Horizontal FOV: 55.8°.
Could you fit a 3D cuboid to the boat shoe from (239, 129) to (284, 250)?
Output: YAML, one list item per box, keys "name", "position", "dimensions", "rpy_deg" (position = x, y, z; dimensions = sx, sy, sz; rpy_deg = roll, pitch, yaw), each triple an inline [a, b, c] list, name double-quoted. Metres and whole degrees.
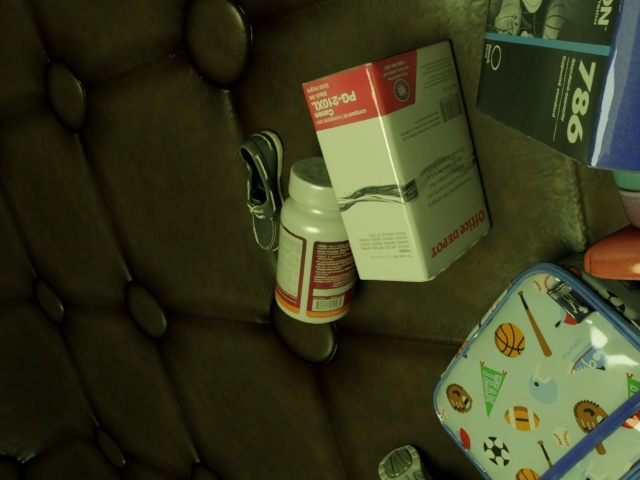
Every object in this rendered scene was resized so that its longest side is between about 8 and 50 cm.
- name: "boat shoe"
  position: [-0.099, -0.069, 0.960]
  dimensions: [0.075, 0.065, 0.206]
  rpy_deg: [20, 124, 32]

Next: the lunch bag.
- name: "lunch bag"
  position: [0.278, 0.176, 0.680]
  dimensions: [0.243, 0.115, 0.303]
  rpy_deg: [53, 135, 31]

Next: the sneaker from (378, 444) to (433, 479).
- name: "sneaker"
  position: [0.164, 0.414, 0.917]
  dimensions: [0.090, 0.232, 0.115]
  rpy_deg: [-34, 105, 7]

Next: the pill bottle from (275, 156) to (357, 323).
- name: "pill bottle"
  position: [0.000, 0.000, 0.870]
  dimensions: [0.121, 0.121, 0.221]
  rpy_deg: [26, 126, 29]

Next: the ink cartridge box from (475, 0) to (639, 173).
- name: "ink cartridge box"
  position: [0.210, -0.158, 0.479]
  dimensions: [0.065, 0.332, 0.165]
  rpy_deg: [1, 110, -6]

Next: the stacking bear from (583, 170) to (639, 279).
- name: "stacking bear"
  position: [0.315, -0.127, 0.510]
  dimensions: [0.164, 0.175, 0.289]
  rpy_deg: [-1, 103, 49]

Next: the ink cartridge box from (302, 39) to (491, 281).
- name: "ink cartridge box"
  position: [0.097, -0.091, 0.701]
  dimensions: [0.100, 0.172, 0.237]
  rpy_deg: [-4, 109, 43]
